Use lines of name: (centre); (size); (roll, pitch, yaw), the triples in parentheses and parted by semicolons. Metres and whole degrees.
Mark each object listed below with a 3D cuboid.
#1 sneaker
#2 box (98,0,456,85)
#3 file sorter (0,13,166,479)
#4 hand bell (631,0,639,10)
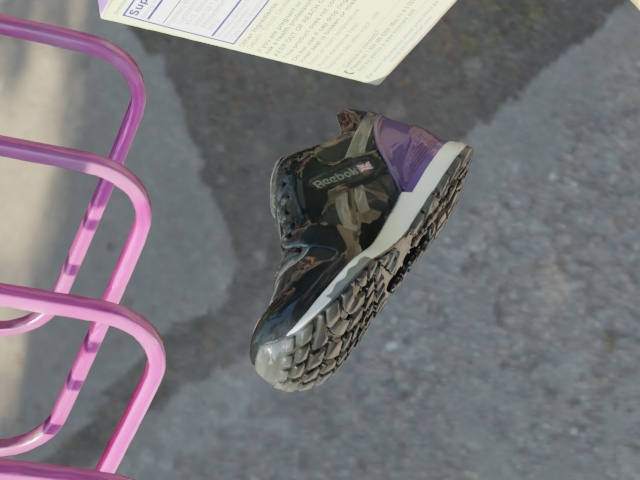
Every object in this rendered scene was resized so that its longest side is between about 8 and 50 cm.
sneaker: (0.000, 0.000, 1.112); (0.124, 0.283, 0.107); (27, 133, 14)
box: (-0.044, -0.253, 1.105); (0.117, 0.243, 0.213); (-45, 47, 41)
file sorter: (-0.159, 0.070, 0.523); (0.202, 0.182, 0.290); (118, 153, -42)
hand bell: (0.229, -0.116, 0.829); (0.126, 0.126, 0.242); (-42, 52, 25)
